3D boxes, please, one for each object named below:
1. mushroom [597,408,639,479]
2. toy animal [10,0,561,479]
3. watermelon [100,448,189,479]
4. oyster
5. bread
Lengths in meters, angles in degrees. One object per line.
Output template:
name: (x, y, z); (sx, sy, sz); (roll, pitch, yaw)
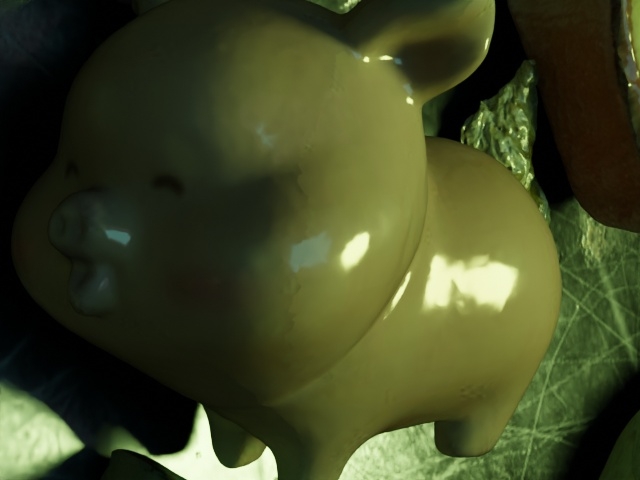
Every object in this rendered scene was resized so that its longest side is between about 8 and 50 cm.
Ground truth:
mushroom: (0.264, 0.176, 0.992); (0.333, 0.087, 0.107); (-39, 112, -35)
toy animal: (0.000, 0.000, 0.692); (0.326, 0.237, 0.269); (-6, 99, -47)
watermelon: (-0.045, 0.281, 0.640); (0.188, 0.175, 0.322); (26, 70, -37)
oyster: (0.132, -0.036, 0.926); (0.121, 0.045, 0.146); (50, 55, -44)
bread: (0.231, -0.140, 0.962); (0.190, 0.123, 0.244); (-27, 105, -42)
